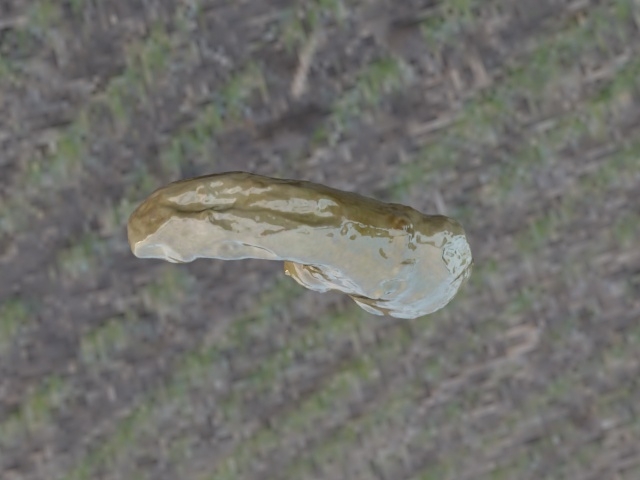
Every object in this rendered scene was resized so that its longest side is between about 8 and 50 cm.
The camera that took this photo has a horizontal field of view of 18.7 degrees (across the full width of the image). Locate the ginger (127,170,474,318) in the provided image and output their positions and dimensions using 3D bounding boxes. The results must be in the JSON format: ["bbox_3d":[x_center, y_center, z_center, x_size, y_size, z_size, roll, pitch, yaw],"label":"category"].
[{"bbox_3d":[0.001,-0.001,0.862,0.173,0.051,0.069,17,158,-33],"label":"ginger"}]
